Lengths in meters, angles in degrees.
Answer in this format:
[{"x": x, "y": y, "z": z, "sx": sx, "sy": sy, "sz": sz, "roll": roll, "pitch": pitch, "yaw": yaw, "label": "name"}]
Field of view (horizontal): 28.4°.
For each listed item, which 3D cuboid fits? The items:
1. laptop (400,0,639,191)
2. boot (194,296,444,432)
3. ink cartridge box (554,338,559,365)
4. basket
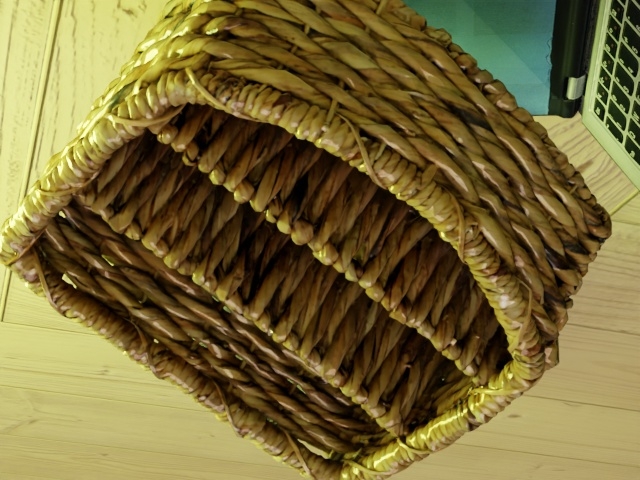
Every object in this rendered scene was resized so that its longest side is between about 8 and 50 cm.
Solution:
[{"x": 0.112, "y": -0.082, "z": 0.739, "sx": 0.236, "sy": 0.408, "sz": 0.382, "roll": -31, "pitch": 156, "yaw": -7, "label": "laptop"}, {"x": -0.013, "y": 0.063, "z": 1.124, "sx": 0.338, "sy": 0.118, "sz": 0.222, "roll": -20, "pitch": 116, "yaw": 36, "label": "boot"}, {"x": 0.112, "y": 0.115, "z": 1.332, "sx": 0.193, "sy": 0.088, "sz": 0.234, "roll": 9, "pitch": 154, "yaw": -15, "label": "ink cartridge box"}, {"x": 0.000, "y": 0.000, "z": 0.751, "sx": 0.299, "sy": 0.223, "sz": 0.213, "roll": 39, "pitch": 161, "yaw": -19, "label": "basket"}]
